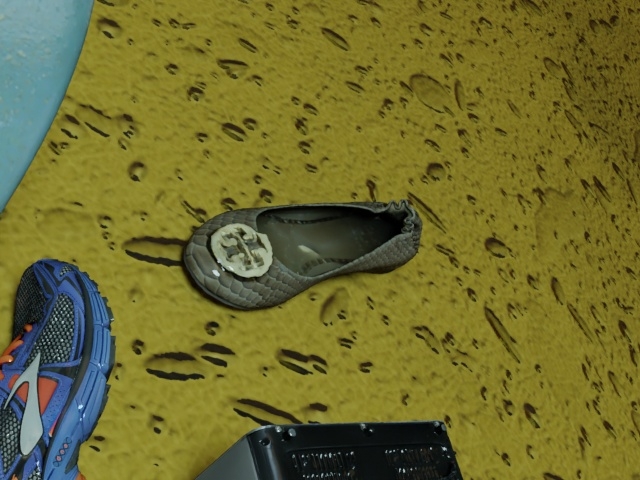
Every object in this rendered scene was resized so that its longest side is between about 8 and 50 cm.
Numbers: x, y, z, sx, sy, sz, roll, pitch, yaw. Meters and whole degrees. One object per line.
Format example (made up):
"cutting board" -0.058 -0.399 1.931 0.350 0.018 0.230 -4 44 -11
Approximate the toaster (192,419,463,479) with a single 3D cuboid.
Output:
"toaster" 0.021 0.206 0.624 0.168 0.110 0.185 6 56 -42

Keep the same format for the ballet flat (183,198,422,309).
"ballet flat" 0.000 0.000 0.811 0.250 0.058 0.084 -6 64 -47

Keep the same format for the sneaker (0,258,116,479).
"sneaker" -0.165 0.096 0.556 0.087 0.083 0.221 19 44 -24

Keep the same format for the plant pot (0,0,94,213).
"plant pot" -0.260 -0.116 0.512 0.248 0.247 0.252 5 75 -43
